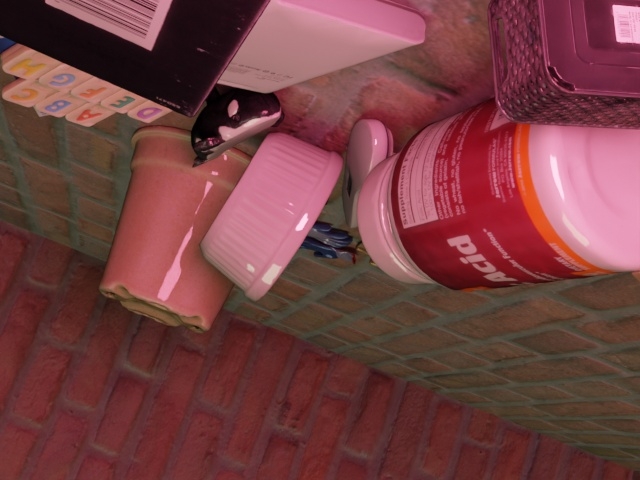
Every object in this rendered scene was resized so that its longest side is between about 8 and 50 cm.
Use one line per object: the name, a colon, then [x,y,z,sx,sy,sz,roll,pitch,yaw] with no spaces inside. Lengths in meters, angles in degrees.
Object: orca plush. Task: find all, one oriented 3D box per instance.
orca plush: [-0.144,-0.199,1.296,0.151,0.102,0.287,-23,-178,-12]

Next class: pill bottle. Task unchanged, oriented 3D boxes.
pill bottle: [0.220,-0.055,1.008,0.224,0.224,0.392,27,161,-22]

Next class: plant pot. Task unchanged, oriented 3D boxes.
plant pot: [-0.259,-0.001,1.610,0.334,0.305,0.334,18,164,5]

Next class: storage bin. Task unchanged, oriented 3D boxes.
storage bin: [0.246,-0.168,0.725,0.180,0.122,0.084,0,170,-19]

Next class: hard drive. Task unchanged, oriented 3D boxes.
hard drive: [-0.057,-0.233,0.989,0.203,0.040,0.307,6,174,-36]

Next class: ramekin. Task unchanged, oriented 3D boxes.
ramekin: [-0.085,-0.050,1.340,0.127,0.273,0.273,32,162,-7]

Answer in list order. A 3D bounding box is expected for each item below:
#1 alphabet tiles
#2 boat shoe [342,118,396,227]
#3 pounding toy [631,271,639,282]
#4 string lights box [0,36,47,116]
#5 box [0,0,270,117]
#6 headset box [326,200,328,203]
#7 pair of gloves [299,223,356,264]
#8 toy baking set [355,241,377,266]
alphabet tiles: [-0.276,-0.224,1.139,0.278,0.021,0.284,-20,164,26]
boat shoe: [0.090,-0.098,1.283,0.088,0.096,0.267,-9,151,-9]
pounding toy: [0.530,0.009,1.119,0.181,0.094,0.206,37,148,-32]
string lights box: [-0.387,-0.284,1.131,0.077,0.133,0.259,-14,165,-7]
box: [-0.078,-0.278,0.528,0.183,0.294,0.296,22,164,-15]
headset box: [-0.020,-0.099,1.500,0.062,0.032,0.083,16,165,15]
pair of gloves: [0.000,0.000,1.815,0.159,0.023,0.198,17,163,17]
toy baking set: [0.191,0.045,1.718,0.256,0.030,0.197,17,163,9]
